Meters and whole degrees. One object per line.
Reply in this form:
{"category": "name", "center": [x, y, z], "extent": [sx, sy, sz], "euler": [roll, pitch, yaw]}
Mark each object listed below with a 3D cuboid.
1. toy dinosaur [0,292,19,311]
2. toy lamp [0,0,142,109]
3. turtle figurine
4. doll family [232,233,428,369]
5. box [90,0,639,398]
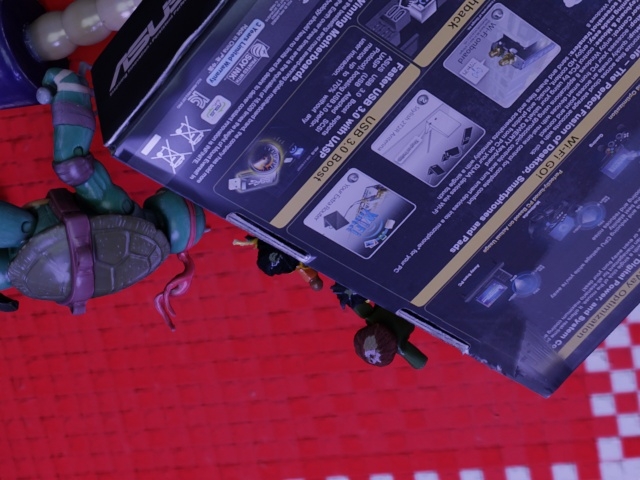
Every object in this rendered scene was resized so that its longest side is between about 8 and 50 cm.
{"category": "toy dinosaur", "center": [-0.323, 0.033, 1.069], "extent": [0.218, 0.164, 0.322], "euler": [-25, 120, 36]}
{"category": "toy lamp", "center": [-0.116, -0.148, 0.959], "extent": [0.274, 0.080, 0.080], "euler": [-21, 103, 19]}
{"category": "turtle figurine", "center": [-0.157, -0.014, 0.938], "extent": [0.234, 0.118, 0.175], "euler": [-9, 130, -25]}
{"category": "doll family", "center": [0.000, 0.000, 0.961], "extent": [0.193, 0.111, 0.076], "euler": [34, 114, 1]}
{"category": "box", "center": [0.125, -0.135, 0.791], "extent": [0.318, 0.097, 0.395], "euler": [29, 112, -29]}
